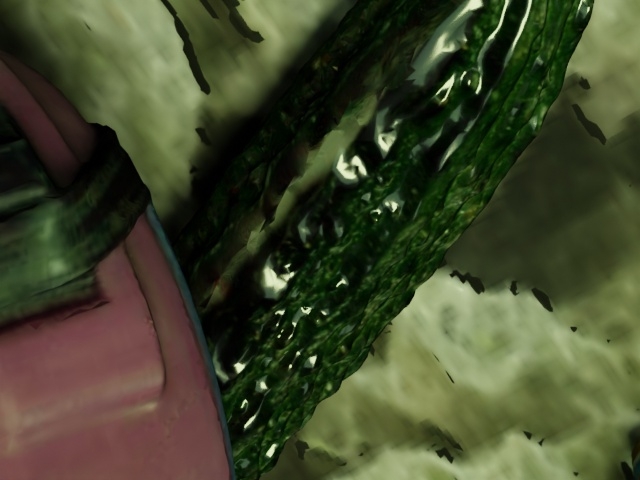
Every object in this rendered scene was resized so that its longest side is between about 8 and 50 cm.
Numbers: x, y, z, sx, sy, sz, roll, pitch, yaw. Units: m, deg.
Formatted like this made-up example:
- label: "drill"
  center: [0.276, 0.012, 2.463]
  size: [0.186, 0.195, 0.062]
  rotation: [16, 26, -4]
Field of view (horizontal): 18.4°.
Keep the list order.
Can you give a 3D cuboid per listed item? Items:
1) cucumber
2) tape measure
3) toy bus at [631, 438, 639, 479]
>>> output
- label: "cucumber"
  center: [0.000, -0.001, 0.598]
  size: [0.077, 0.077, 0.265]
  rotation: [34, 110, -16]
- label: "tape measure"
  center: [-0.134, 0.048, 0.536]
  size: [0.149, 0.245, 0.232]
  rotation: [-16, 120, -33]
- label: "toy bus"
  center: [0.218, 0.205, 0.635]
  size: [0.162, 0.194, 0.323]
  rotation: [-19, 112, 8]
